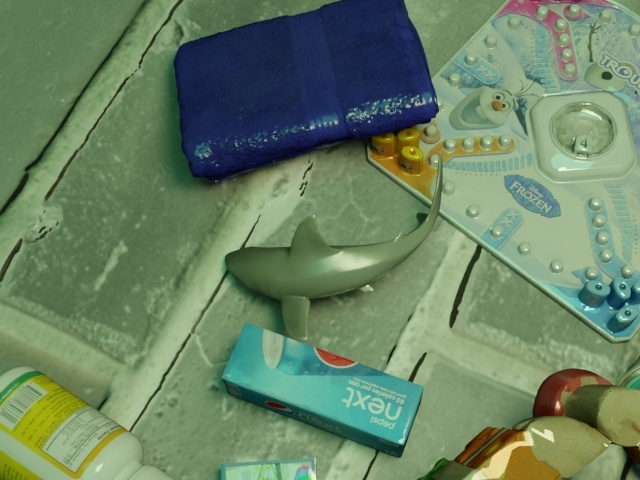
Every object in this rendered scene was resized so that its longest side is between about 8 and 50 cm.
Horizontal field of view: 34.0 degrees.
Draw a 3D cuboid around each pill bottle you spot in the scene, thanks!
[{"bbox_3d":[-0.261,0.231,1.098,0.208,0.117,0.118,29,70,14],"label":"pill bottle"}]

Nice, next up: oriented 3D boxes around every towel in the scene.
[{"bbox_3d":[-0.021,-0.189,1.284,0.308,0.076,0.228,-13,51,4],"label":"towel"}]

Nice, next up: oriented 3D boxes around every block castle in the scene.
[{"bbox_3d":[0.177,0.356,0.974,0.453,0.213,0.303,-38,87,-8],"label":"block castle"}]

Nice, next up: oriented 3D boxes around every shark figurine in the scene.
[{"bbox_3d":[0.026,0.002,1.168,0.278,0.116,0.166,-18,36,0],"label":"shark figurine"}]

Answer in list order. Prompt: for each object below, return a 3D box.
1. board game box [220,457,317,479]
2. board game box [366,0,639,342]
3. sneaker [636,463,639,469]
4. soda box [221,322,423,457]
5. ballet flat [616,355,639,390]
[{"bbox_3d":[-0.052,0.311,1.105,0.103,0.026,0.154,-3,66,1],"label":"board game box"},{"bbox_3d":[0.322,-0.135,1.280,0.390,0.050,0.390,38,73,17],"label":"board game box"},{"bbox_3d":[0.430,0.196,1.122,0.209,0.069,0.082,-22,74,-6],"label":"sneaker"},{"bbox_3d":[0.002,0.164,1.147,0.210,0.067,0.071,19,68,9],"label":"soda box"},{"bbox_3d":[0.415,0.125,1.160,0.213,0.072,0.068,-17,36,-7],"label":"ballet flat"}]
